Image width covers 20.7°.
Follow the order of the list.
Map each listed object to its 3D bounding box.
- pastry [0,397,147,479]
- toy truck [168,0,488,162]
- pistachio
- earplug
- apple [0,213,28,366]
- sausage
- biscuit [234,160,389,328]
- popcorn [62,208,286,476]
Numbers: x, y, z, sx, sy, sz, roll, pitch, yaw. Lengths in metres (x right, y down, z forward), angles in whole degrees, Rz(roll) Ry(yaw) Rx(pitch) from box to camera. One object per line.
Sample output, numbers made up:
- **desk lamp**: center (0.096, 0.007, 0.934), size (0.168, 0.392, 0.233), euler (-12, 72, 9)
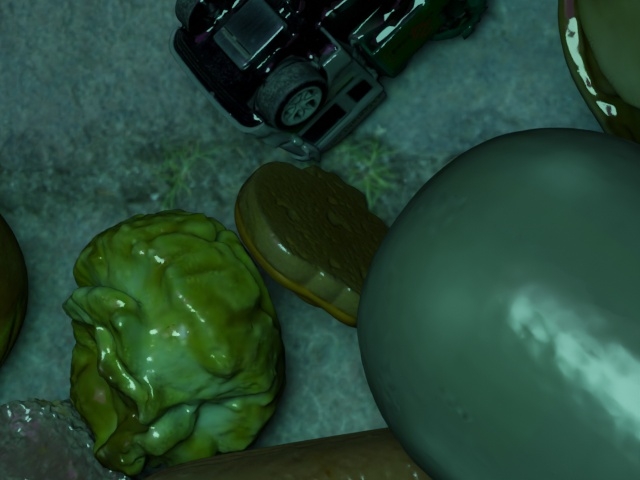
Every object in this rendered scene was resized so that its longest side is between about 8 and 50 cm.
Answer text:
- **pastry**: center (-0.176, 0.236, 1.468), size (0.103, 0.112, 0.265), euler (-48, 60, 12)
- **toy truck**: center (0.053, -0.228, 1.468), size (0.363, 0.178, 0.176), euler (-43, 62, 2)
- **pistachio**: center (0.296, -0.169, 1.408), size (0.197, 0.166, 0.288), euler (-20, 85, -11)
- **earplug**: center (0.220, 0.097, 1.287), size (0.394, 0.312, 0.313), euler (40, 90, 19)
- **apple**: center (-0.381, 0.040, 1.488), size (0.226, 0.246, 0.246), euler (39, 89, 29)
- **sausage**: center (-0.011, 0.201, 1.394), size (0.289, 0.086, 0.086), euler (-9, 75, -14)
- **biscuit**: center (-0.003, 0.003, 1.456), size (0.050, 0.170, 0.170), euler (-46, 70, 28)
- **popcorn**: center (-0.121, 0.081, 1.433), size (0.183, 0.221, 0.204), euler (-18, 38, -24)
